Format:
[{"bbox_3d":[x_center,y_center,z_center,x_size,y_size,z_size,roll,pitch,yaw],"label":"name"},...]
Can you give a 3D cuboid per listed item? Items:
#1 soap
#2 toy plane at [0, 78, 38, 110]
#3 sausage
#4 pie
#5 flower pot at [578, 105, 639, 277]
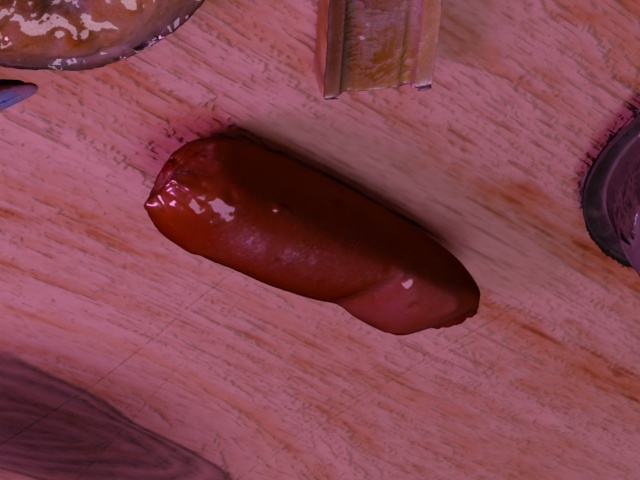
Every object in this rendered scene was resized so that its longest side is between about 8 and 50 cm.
[{"bbox_3d":[0.048,-0.205,1.432,0.092,0.037,0.252,-7,141,-9],"label":"soap"},{"bbox_3d":[-0.368,-0.094,1.404,0.326,0.104,0.223,-14,143,-5],"label":"toy plane"},{"bbox_3d":[0.001,0.000,1.629,0.348,0.094,0.097,23,143,-39],"label":"sausage"},{"bbox_3d":[-0.189,-0.216,1.337,0.274,0.055,0.274,-8,141,-7],"label":"pie"},{"bbox_3d":[0.381,0.022,1.627,0.290,0.259,0.290,-7,140,-6],"label":"flower pot"}]
